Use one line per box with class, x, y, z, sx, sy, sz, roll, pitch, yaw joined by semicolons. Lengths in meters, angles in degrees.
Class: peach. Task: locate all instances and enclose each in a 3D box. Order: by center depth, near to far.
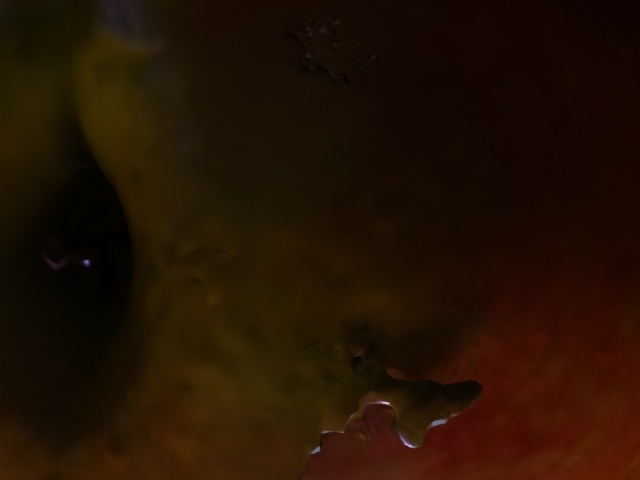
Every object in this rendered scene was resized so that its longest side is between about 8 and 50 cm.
peach;0.000;0.000;0.634;0.370;0.370;0.370;-18;-174;2
